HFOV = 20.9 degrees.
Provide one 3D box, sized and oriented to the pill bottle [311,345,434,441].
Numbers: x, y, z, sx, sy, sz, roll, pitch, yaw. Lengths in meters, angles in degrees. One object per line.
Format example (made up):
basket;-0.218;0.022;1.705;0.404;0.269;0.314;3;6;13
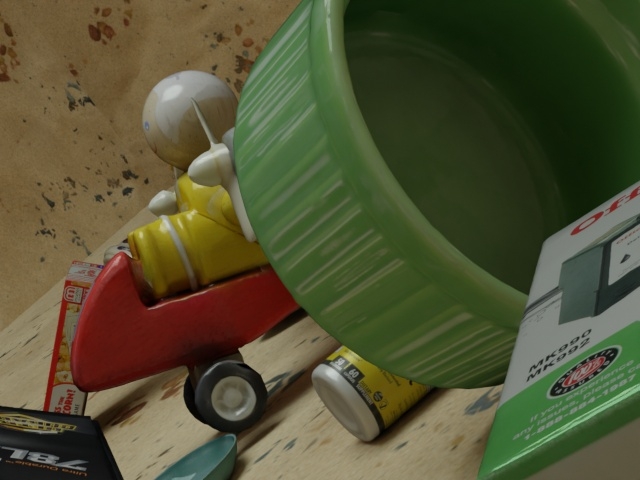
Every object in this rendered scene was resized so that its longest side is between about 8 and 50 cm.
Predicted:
pill bottle;0.056;0.082;1.215;0.116;0.065;0.065;-39;9;-18

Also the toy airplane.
toy airplane;-0.032;-0.047;1.493;0.386;0.272;0.384;-37;4;36

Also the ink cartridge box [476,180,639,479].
ink cartridge box;0.193;0.038;0.717;0.211;0.121;0.289;-33;9;19

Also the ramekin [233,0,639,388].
ramekin;0.095;-0.056;1.067;0.303;0.303;0.148;-44;3;-41

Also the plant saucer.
plant saucer;-0.110;0.199;1.378;0.119;0.021;0.119;-35;8;6

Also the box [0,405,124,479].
box;-0.304;0.184;1.342;0.293;0.296;0.073;-152;72;-75

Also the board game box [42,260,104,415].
board game box;-0.275;0.129;1.937;0.147;0.045;0.193;-126;46;-82

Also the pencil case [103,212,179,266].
pencil case;-0.052;-0.035;1.954;0.410;0.160;0.183;-39;-4;-21
